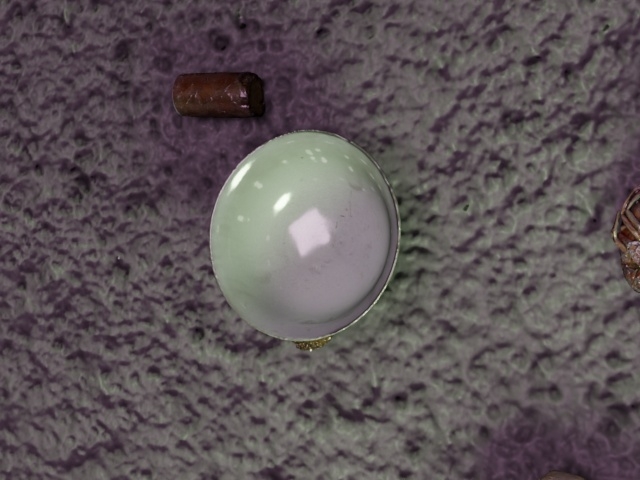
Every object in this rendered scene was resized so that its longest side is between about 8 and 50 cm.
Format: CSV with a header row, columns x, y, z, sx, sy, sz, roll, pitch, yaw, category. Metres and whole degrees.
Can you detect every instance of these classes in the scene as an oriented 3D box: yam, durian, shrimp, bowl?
x,y,z,sx,sy,sz,roll,pitch,yaw,category
-0.163,-0.235,2.095,0.141,0.079,0.079,1,88,25,yam
-0.012,0.129,2.006,0.091,0.080,0.080,-33,74,8,durian
0.455,-0.022,1.815,0.073,0.074,0.190,-3,73,55,shrimp
0.000,0.000,1.966,0.313,0.146,0.313,-3,82,24,bowl

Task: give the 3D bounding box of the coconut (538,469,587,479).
x,y,z,sx,sy,sz,roll,pitch,yaw,category
0.337,0.411,1.792,0.161,0.161,0.162,-46,74,15,coconut
